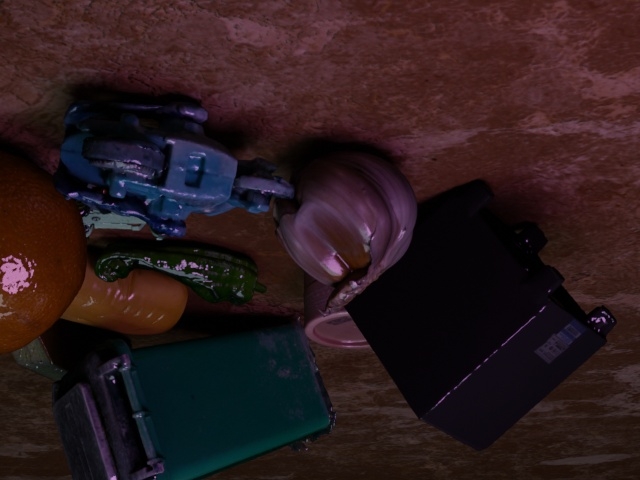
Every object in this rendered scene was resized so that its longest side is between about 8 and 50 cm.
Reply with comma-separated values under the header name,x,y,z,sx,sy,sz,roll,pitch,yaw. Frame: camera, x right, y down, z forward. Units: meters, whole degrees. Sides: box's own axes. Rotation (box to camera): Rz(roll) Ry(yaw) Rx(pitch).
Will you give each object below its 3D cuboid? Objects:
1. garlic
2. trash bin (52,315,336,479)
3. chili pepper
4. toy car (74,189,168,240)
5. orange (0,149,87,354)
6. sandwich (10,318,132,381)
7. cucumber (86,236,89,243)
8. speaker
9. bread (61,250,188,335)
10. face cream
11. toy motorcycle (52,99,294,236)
name,x,y,z,sx,sy,sz,roll,pitch,yaw
garlic,0.000,0.000,1.536,0.256,0.207,0.207,-8,154,32
trash bin,-0.190,0.258,1.912,0.381,0.259,0.295,-13,167,-32
chili pepper,-0.190,0.043,1.764,0.257,0.074,0.100,15,143,-17
toy car,-0.260,-0.038,1.610,0.143,0.054,0.073,1,152,-5
orange,-0.410,0.009,1.490,0.264,0.264,0.264,0,154,0
sandwich,-0.420,0.176,2.018,0.094,0.096,0.258,-14,149,37
cucumber,-0.421,-0.012,1.655,0.227,0.069,0.069,3,154,0
speaker,0.205,0.095,1.619,0.254,0.232,0.184,-44,140,12
bread,-0.344,0.072,1.803,0.305,0.091,0.142,18,144,-34
face cream,0.050,0.085,1.808,0.149,0.104,0.149,0,155,0
toy motorcycle,-0.176,-0.082,1.436,0.260,0.154,0.206,12,175,-32
